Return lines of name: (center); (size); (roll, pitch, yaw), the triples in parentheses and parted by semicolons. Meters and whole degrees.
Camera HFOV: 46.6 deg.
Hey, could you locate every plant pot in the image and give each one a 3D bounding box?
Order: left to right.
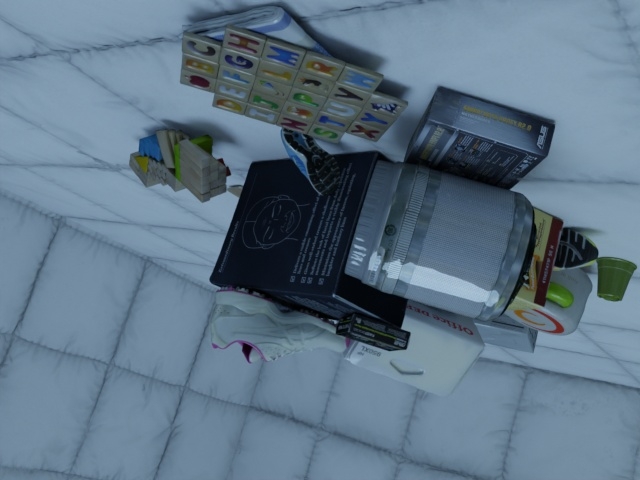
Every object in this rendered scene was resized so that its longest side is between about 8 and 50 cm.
plant pot: (0.625, 0.087, 1.586); (0.083, 0.079, 0.083); (15, 167, 4)

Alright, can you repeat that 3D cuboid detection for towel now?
towel: (-0.051, -0.260, 1.136); (0.209, 0.034, 0.285); (2, 162, 40)

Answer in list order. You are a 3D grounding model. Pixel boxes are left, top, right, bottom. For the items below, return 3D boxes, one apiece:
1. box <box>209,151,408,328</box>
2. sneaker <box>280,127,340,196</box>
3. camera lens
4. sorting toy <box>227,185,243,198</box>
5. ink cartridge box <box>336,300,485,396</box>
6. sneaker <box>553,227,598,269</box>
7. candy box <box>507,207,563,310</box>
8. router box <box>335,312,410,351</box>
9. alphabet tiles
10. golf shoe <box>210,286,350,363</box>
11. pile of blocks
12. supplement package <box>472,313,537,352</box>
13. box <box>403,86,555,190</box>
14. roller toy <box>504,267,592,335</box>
box: (0.000, 0.000, 1.550); (0.396, 0.293, 0.212); (3, 160, 47)
sneaker: (-0.021, -0.156, 1.394); (0.162, 0.063, 0.073); (58, 168, -16)
camera lens: (0.198, -0.001, 1.221); (0.275, 0.219, 0.219); (16, 166, 4)
sorting toy: (-0.192, -0.119, 1.908); (0.083, 0.012, 0.062); (31, 156, -35)
ink cartridge box: (0.190, 0.155, 1.784); (0.286, 0.166, 0.395); (21, -155, -18)
sneaker: (0.497, 0.024, 1.524); (0.094, 0.081, 0.208); (16, 175, -25)
candy box: (0.356, 0.051, 1.551); (0.088, 0.182, 0.316); (22, 165, -17)
router box: (0.100, 0.178, 1.431); (0.123, 0.038, 0.092); (19, 166, -12)
alphabet tiles: (-0.049, -0.231, 1.156); (0.343, 0.011, 0.285); (16, 166, -9)
golf shoe: (-0.086, 0.196, 1.519); (0.306, 0.140, 0.115); (20, 164, -19)
pile of blocks: (-0.302, -0.187, 1.637); (0.113, 0.148, 0.362); (-25, -155, -33)
supplement package: (0.492, 0.198, 2.049); (0.204, 0.145, 0.262); (11, 165, 23)
box: (0.240, -0.147, 1.177); (0.183, 0.056, 0.231); (18, 167, 1)
roller toy: (0.509, 0.114, 1.697); (0.209, 0.146, 0.191); (11, 157, 46)
